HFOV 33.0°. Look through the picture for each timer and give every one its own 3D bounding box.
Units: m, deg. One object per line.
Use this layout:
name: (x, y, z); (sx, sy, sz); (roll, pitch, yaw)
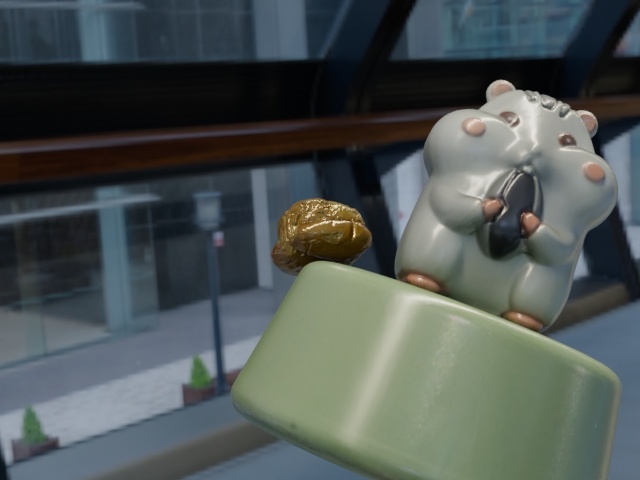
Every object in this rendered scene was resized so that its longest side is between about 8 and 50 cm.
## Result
timer: (0.119, 0.034, 0.824); (0.290, 0.315, 0.291); (21, -4, 2)

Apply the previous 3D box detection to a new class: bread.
bread: (0.000, 0.000, 0.876); (0.083, 0.046, 0.081); (-21, -29, 24)
